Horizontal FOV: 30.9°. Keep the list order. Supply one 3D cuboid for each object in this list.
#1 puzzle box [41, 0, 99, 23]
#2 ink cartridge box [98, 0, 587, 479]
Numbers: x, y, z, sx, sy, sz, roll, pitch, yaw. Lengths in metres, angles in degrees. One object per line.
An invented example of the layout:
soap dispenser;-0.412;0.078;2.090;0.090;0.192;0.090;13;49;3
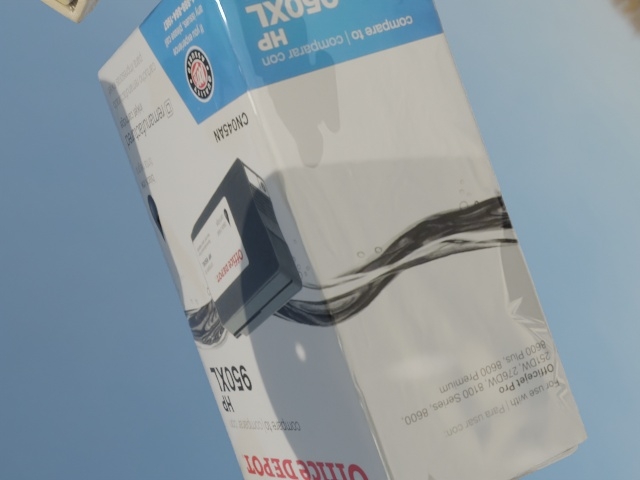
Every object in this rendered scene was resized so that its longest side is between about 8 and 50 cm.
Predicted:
puzzle box;-0.223;-0.347;0.782;0.272;0.409;0.052;31;-124;-6
ink cartridge box;0.000;0.000;0.878;0.166;0.285;0.395;-20;-89;-26
